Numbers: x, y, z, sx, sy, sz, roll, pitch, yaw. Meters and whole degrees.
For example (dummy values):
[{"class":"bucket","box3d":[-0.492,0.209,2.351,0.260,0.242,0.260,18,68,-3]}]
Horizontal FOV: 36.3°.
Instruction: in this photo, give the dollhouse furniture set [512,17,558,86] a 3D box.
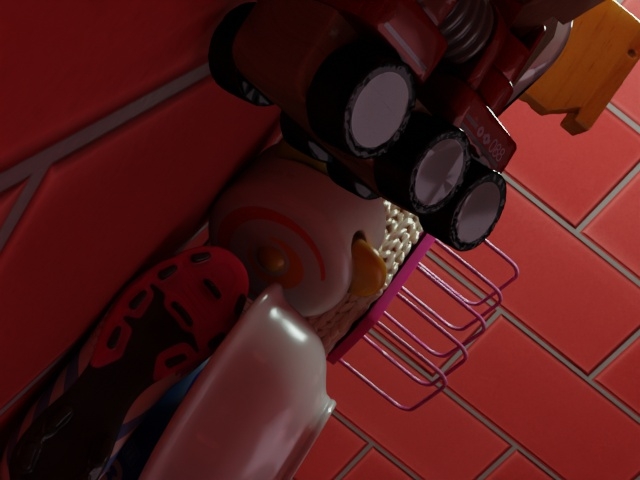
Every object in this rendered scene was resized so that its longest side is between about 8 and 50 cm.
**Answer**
[{"class":"dollhouse furniture set","box3d":[0.114,-0.308,0.747,0.303,0.173,0.356,-49,154,-41]}]

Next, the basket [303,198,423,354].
[{"class":"basket","box3d":[0.000,0.000,1.720,0.328,0.266,0.331,-51,178,-44]}]

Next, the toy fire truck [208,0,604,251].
[{"class":"toy fire truck","box3d":[0.093,-0.138,0.595,0.246,0.158,0.217,-57,141,-3]}]

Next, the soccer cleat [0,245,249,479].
[{"class":"soccer cleat","box3d":[-0.210,0.132,1.005,0.331,0.116,0.143,-49,-165,-26]}]

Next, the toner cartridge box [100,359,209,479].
[{"class":"toner cartridge box","box3d":[-0.266,0.249,1.126,0.165,0.075,0.348,-14,-159,29]}]

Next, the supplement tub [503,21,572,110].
[{"class":"supplement tub","box3d":[0.149,-0.227,1.174,0.207,0.207,0.338,-52,180,-15]}]

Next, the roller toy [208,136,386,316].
[{"class":"roller toy","box3d":[-0.029,-0.009,1.180,0.191,0.209,0.146,-25,-162,42]}]

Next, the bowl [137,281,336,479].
[{"class":"bowl","box3d":[-0.074,0.204,1.083,0.298,0.134,0.298,-58,176,-7]}]

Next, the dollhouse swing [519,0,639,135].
[{"class":"dollhouse swing","box3d":[0.320,-0.336,1.664,0.315,0.347,0.305,-52,-179,-20]}]

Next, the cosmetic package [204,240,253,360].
[{"class":"cosmetic package","box3d":[-0.194,0.157,1.421,0.296,0.153,0.129,-50,-179,-19]}]

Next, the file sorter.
[{"class":"file sorter","box3d":[0.186,0.125,1.701,0.291,0.182,0.202,-51,179,-33]}]
